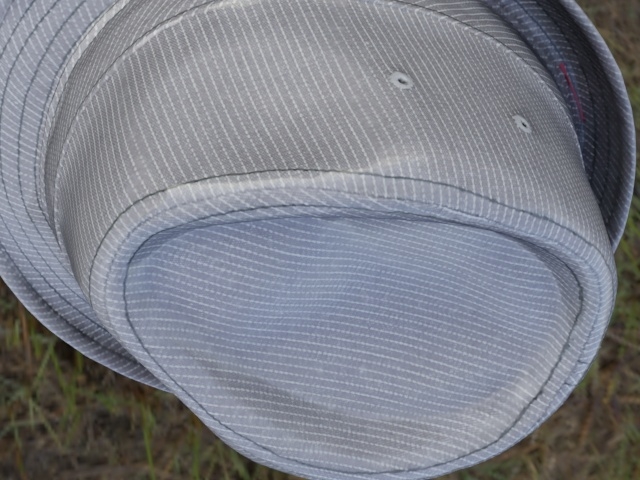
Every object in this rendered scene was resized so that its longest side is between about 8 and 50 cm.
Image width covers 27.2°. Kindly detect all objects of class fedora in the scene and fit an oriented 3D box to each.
[{"bbox_3d":[0.000,0.000,0.490,0.275,0.124,0.244,23,117,-23],"label":"fedora"}]
